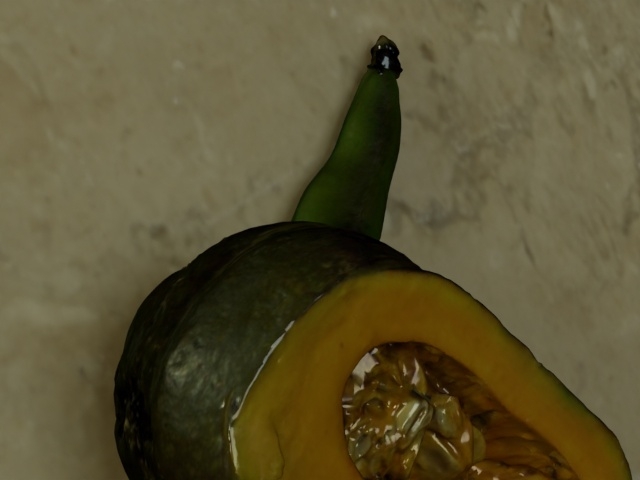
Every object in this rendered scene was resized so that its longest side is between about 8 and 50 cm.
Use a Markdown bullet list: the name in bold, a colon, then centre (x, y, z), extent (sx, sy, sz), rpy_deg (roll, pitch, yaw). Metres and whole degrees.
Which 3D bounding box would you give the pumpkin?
- **pumpkin**: centre (0.027, 0.145, 0.959), extent (0.317, 0.139, 0.222), rpy_deg (46, 68, -28)

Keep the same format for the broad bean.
- **broad bean**: centre (0.001, 0.001, 1.055), extent (0.060, 0.043, 0.297), rpy_deg (35, 58, -12)
